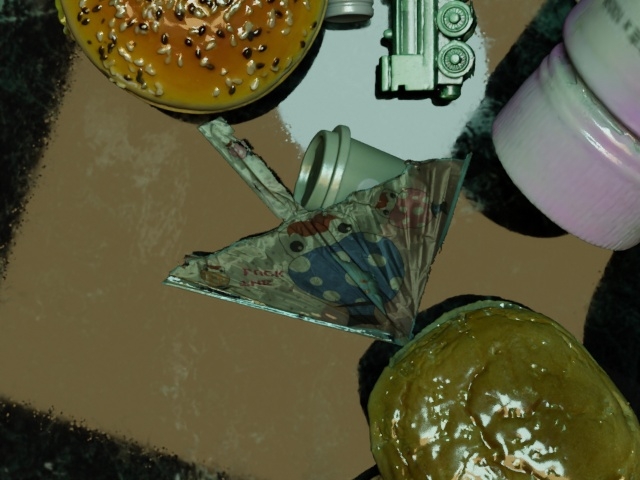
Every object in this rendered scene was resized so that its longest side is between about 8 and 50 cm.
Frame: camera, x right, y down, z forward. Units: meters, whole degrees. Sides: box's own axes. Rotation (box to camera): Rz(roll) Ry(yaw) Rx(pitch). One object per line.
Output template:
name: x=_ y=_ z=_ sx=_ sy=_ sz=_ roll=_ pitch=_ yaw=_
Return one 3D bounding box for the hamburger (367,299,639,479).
hamburger: x=0.188 y=0.198 z=1.114 sx=0.265 sy=0.134 sz=0.285 roll=-35 pitch=74 yaw=-7

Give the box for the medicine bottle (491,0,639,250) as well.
medicine bottle: x=0.348 y=-0.182 z=0.978 sx=0.219 sy=0.219 sz=0.388 roll=40 pitch=124 yaw=-1

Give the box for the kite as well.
kite: x=0.000 y=-0.001 z=1.127 sx=0.406 sy=0.014 sz=0.368 roll=-22 pitch=126 yaw=30

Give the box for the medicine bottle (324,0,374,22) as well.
medicine bottle: x=0.028 y=-0.289 z=1.177 sx=0.058 sy=0.058 sz=0.091 roll=-3 pitch=92 yaw=0

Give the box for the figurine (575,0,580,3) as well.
figurine: x=0.348 y=-0.325 z=1.129 sx=0.167 sy=0.192 sz=0.256 roll=-38 pitch=119 yaw=-28

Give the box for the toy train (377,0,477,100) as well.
toy train: x=0.118 y=-0.238 z=1.176 sx=0.111 sy=0.071 sz=0.170 roll=0 pitch=92 yaw=7

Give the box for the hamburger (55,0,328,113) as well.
hamburger: x=-0.136 y=-0.278 z=1.120 sx=0.300 sy=0.176 sz=0.300 roll=0 pitch=92 yaw=-2

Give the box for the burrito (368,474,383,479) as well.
burrito: x=0.143 y=0.272 z=1.196 sx=0.230 sy=0.063 sz=0.058 roll=-11 pitch=130 yaw=-1

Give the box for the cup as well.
cup: x=0.051 y=-0.053 z=1.166 sx=0.141 sy=0.120 sz=0.120 roll=19 pitch=92 yaw=-14
